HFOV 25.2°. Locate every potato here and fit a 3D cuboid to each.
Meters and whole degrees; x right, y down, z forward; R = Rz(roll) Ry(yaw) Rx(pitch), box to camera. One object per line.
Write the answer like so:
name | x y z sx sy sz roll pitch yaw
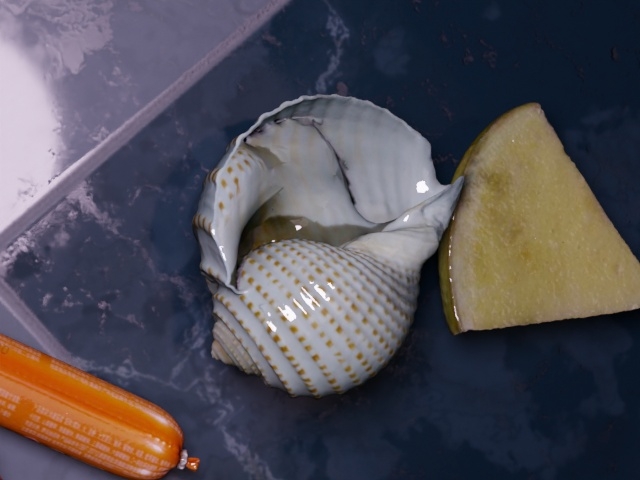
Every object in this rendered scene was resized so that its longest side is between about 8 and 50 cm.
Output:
potato | 0.248 -0.029 1.681 0.269 0.112 0.255 -7 88 -18

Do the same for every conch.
conch | -0.012 0.006 1.561 0.319 0.215 0.303 -41 102 -37

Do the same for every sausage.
sausage | -0.273 0.183 1.546 0.312 0.093 0.093 27 83 -14

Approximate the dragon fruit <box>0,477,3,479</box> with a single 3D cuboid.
dragon fruit | -0.411 0.255 1.464 0.172 0.172 0.210 -5 116 -15
